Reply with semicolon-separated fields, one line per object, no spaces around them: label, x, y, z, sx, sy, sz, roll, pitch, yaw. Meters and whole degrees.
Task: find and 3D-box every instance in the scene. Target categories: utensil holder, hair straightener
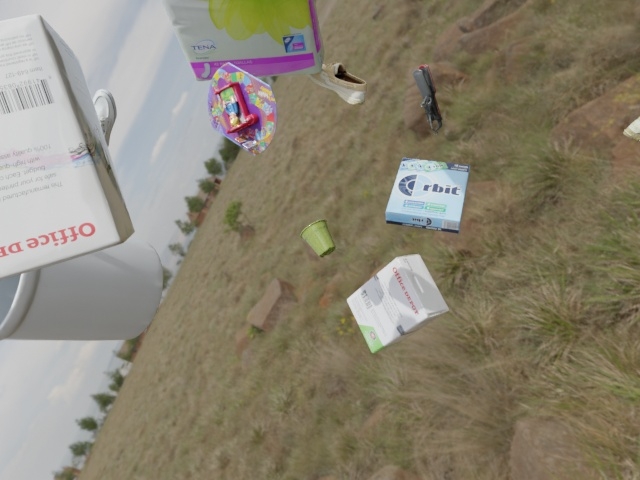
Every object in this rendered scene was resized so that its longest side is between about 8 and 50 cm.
utensil holder;-0.674;0.112;1.330;0.327;0.385;0.328;-10;73;35
hair straightener;0.346;-0.447;1.612;0.047;0.231;0.089;8;38;44

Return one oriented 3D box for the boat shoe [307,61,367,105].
boat shoe;0.037;-0.370;1.107;0.063;0.170;0.059;-41;-21;-41

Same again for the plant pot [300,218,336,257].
plant pot;0.000;0.000;1.308;0.079;0.083;0.083;59;137;17

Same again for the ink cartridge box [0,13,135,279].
ink cartridge box;-0.329;-0.087;0.541;0.168;0.171;0.233;-160;54;-75

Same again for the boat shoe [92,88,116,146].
boat shoe;-0.750;-0.397;1.686;0.076;0.083;0.227;-90;12;-63

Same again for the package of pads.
package of pads;-0.153;-0.448;0.999;0.229;0.296;0.101;75;-164;-55

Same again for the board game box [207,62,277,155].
board game box;-0.153;-0.233;0.882;0.033;0.168;0.133;-30;-32;-50

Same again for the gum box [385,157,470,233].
gum box;0.240;-0.104;1.093;0.041;0.156;0.185;81;-155;-46

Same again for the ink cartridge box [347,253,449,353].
ink cartridge box;0.231;0.197;1.522;0.273;0.114;0.199;-46;61;43

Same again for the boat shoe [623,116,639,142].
boat shoe;0.611;-0.168;0.885;0.048;0.152;0.056;-44;26;38
